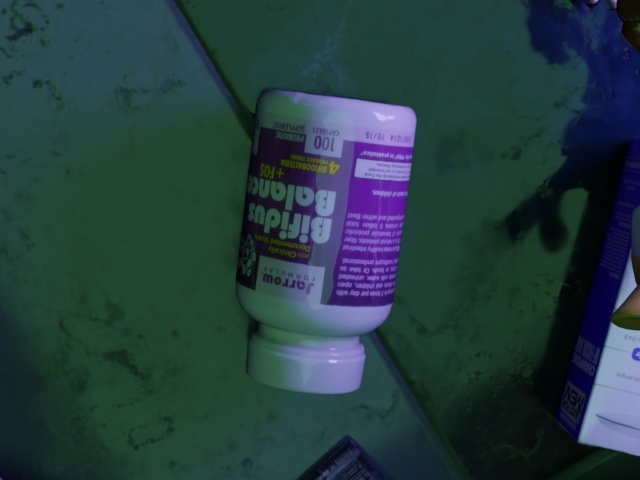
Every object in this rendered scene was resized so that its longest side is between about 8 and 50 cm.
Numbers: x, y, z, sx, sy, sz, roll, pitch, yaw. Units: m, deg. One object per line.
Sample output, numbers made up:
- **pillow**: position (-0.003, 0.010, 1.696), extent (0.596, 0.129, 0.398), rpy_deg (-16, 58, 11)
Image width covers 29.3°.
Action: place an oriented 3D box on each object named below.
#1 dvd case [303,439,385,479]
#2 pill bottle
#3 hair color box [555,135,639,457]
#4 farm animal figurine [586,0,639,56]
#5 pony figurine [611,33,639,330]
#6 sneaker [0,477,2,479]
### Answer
- **dvd case**: position (0.043, 0.361, 1.371), extent (0.164, 0.018, 0.221), rpy_deg (-42, 75, 2)
- **pill bottle**: position (0.000, 0.000, 1.284), extent (0.169, 0.169, 0.302), rpy_deg (6, 97, -4)
- **hair color box**: position (0.398, 0.071, 1.348), extent (0.185, 0.110, 0.339), rpy_deg (14, 94, -6)
- **farm animal figurine**: position (0.392, -0.341, 1.176), extent (0.330, 0.327, 0.172), rpy_deg (-32, 116, 4)
- **pony figurine**: position (0.449, -0.069, 1.151), extent (0.351, 0.303, 0.364), rpy_deg (3, 66, 19)
- **sneaker**: position (-0.331, 0.310, 1.337), extent (0.234, 0.106, 0.078), rpy_deg (26, 96, -6)
